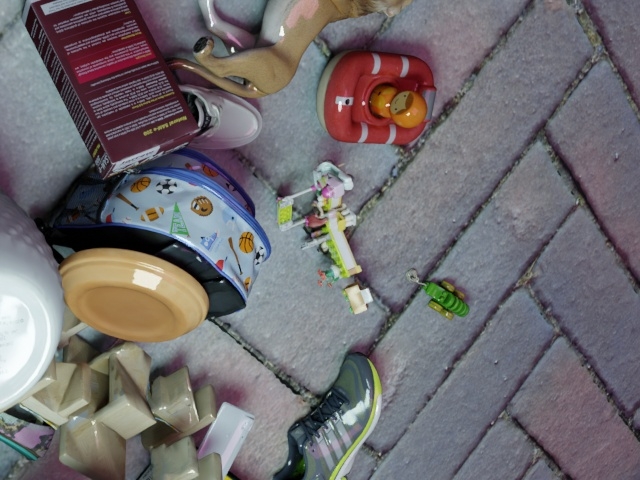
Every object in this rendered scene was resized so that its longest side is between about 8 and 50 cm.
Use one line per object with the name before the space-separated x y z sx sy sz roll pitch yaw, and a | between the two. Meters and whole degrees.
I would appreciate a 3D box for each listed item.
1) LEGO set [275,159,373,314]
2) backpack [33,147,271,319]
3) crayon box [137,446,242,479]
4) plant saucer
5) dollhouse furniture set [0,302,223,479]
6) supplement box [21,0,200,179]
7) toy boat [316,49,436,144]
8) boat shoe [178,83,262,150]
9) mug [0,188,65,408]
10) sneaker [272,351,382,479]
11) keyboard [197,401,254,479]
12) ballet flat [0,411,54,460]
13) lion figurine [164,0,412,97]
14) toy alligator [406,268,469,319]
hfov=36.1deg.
LEGO set | 0.000 0.000 1.604 0.107 0.132 0.287 -23 127 -18
backpack | -0.200 -0.001 1.355 0.276 0.263 0.213 42 65 -40
crayon box | -0.242 0.555 1.650 0.363 0.106 0.313 -50 131 -11
plant saucer | -0.245 0.079 1.264 0.200 0.200 0.037 43 43 -40
dollhouse furniture set | -0.341 0.317 1.346 0.256 0.394 0.362 -30 132 16
supplement box | -0.270 -0.214 1.261 0.130 0.073 0.239 -25 87 -27
toy boat | 0.109 -0.221 1.571 0.231 0.151 0.151 -3 109 -37
boat shoe | -0.185 -0.181 1.406 0.267 0.088 0.096 13 100 -39
mug | -0.486 0.059 1.117 0.374 0.328 0.276 1 107 -37
sneaker | 0.014 0.339 1.759 0.121 0.111 0.300 18 95 -36
keyboard | -0.187 0.379 1.549 0.072 0.014 0.256 32 83 -35
ballet flat | -0.463 0.242 1.387 0.221 0.077 0.079 42 63 -45
lion figurine | -0.037 -0.330 1.448 0.392 0.142 0.240 -43 137 3
toy alligator | 0.233 0.107 1.863 0.190 0.051 0.056 34 86 -40
